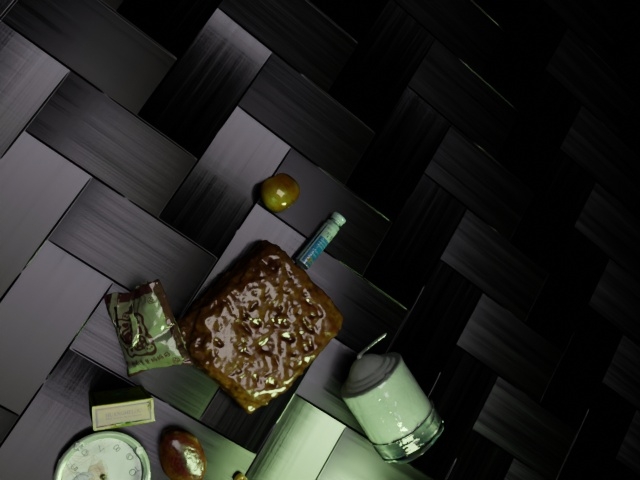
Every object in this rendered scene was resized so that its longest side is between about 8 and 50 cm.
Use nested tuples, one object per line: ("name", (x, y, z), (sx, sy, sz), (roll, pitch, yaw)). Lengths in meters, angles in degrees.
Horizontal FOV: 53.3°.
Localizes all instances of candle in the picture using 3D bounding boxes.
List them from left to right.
("candle", (0.189, 0.459, 1.848), (0.221, 0.221, 0.342), (-36, 97, -19))

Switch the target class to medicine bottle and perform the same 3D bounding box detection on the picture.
("medicine bottle", (0.000, 0.000, 1.877), (0.051, 0.051, 0.191), (44, 74, -14))

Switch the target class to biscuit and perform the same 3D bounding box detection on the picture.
("biscuit", (-0.160, 0.233, 1.744), (0.395, 0.166, 0.342), (-47, 106, -18))

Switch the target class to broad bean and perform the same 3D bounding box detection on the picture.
("broad bean", (-0.367, 0.577, 1.694), (0.114, 0.084, 0.165), (-14, 100, -5))

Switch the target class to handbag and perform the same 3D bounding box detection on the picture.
("handbag", (-0.450, 0.229, 1.625), (0.127, 0.213, 0.235), (-33, 106, -59))

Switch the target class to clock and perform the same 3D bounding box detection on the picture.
("clock", (-0.557, 0.603, 1.630), (0.236, 0.053, 0.236), (2, 86, -24))

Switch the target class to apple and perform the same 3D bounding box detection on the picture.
("apple", (-0.115, -0.139, 1.813), (0.114, 0.099, 0.102), (-39, 99, -15))

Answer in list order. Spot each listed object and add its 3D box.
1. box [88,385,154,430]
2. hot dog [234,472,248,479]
("box", (-0.495, 0.410, 1.573), (0.141, 0.220, 0.064), (-4, 89, -23))
("hot dog", (-0.203, 0.688, 1.777), (0.030, 0.034, 0.090), (-42, 103, -17))
